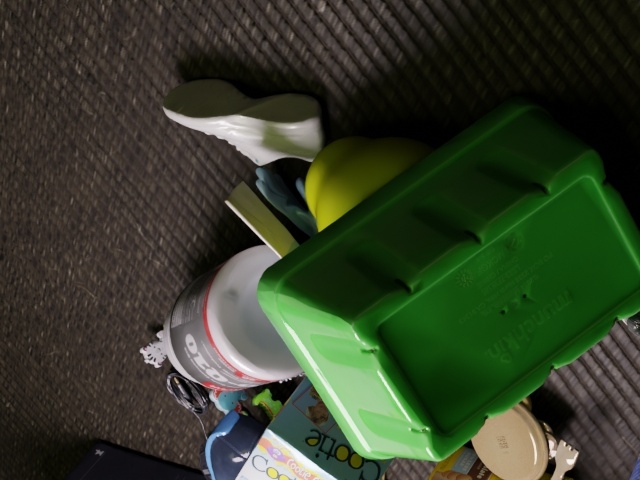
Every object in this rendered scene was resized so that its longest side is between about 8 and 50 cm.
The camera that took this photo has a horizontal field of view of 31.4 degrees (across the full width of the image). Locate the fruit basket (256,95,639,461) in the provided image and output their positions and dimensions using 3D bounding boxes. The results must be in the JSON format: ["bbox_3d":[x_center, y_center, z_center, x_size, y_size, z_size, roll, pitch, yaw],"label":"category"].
[{"bbox_3d":[0.118,0.021,1.207,0.392,0.392,0.283,-18,111,41],"label":"fruit basket"}]

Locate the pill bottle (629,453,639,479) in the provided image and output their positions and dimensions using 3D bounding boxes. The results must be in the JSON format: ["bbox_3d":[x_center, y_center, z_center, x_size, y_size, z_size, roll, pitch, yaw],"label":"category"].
[{"bbox_3d":[0.400,0.324,1.250,0.152,0.272,0.152,18,131,21],"label":"pill bottle"}]

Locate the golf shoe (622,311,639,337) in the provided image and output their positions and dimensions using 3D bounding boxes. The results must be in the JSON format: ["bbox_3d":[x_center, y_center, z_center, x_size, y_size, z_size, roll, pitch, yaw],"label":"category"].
[{"bbox_3d":[0.412,0.090,1.214,0.198,0.077,0.094,19,178,-3],"label":"golf shoe"}]

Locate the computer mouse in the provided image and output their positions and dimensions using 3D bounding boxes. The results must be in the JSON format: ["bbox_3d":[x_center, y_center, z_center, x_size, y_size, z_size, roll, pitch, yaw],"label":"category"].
[{"bbox_3d":[-0.174,0.303,1.794,0.071,0.041,0.242,-14,108,31],"label":"computer mouse"}]

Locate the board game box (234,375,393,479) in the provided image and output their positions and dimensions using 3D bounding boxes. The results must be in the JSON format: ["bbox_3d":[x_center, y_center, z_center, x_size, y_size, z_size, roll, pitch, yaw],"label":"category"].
[{"bbox_3d":[0.035,0.219,1.411,0.144,0.275,0.142,36,135,6],"label":"board game box"}]

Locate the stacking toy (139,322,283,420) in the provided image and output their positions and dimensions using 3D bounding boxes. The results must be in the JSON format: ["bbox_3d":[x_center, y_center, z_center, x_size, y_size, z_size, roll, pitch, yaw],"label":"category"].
[{"bbox_3d":[-0.160,0.203,1.656,0.221,0.052,0.167,46,154,-6],"label":"stacking toy"}]

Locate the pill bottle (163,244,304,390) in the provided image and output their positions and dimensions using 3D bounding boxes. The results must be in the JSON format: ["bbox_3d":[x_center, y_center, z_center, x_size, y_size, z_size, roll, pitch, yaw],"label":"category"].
[{"bbox_3d":[-0.102,0.108,1.451,0.161,0.161,0.283,47,157,-6],"label":"pill bottle"}]

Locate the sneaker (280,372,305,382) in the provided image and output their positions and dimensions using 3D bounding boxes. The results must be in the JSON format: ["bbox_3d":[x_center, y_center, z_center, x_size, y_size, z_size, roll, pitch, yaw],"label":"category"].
[{"bbox_3d":[-0.043,0.176,1.586,0.135,0.058,0.052,2,124,32],"label":"sneaker"}]

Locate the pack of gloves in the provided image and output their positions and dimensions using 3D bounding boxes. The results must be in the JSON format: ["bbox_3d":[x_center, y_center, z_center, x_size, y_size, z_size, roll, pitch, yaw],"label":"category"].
[{"bbox_3d":[0.000,0.000,1.351,0.046,0.195,0.232,-41,97,16],"label":"pack of gloves"}]

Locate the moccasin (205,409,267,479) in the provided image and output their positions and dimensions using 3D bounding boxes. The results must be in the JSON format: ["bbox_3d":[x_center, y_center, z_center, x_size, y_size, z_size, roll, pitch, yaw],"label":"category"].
[{"bbox_3d":[-0.080,0.385,1.670,0.116,0.138,0.342,19,150,27],"label":"moccasin"}]

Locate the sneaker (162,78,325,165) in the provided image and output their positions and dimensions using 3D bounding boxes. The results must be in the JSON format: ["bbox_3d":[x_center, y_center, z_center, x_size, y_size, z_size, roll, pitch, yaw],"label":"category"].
[{"bbox_3d":[-0.093,-0.133,1.376,0.212,0.080,0.094,13,141,24],"label":"sneaker"}]

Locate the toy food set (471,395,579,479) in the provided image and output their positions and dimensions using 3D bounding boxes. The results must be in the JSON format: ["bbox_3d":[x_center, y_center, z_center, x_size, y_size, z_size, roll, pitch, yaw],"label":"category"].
[{"bbox_3d":[0.243,0.244,1.437,0.192,0.038,0.132,37,131,33],"label":"toy food set"}]

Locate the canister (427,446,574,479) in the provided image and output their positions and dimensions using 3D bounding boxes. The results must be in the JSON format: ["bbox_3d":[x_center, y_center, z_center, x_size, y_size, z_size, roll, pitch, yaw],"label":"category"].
[{"bbox_3d":[0.228,0.339,1.484,0.169,0.126,0.073,14,129,27],"label":"canister"}]

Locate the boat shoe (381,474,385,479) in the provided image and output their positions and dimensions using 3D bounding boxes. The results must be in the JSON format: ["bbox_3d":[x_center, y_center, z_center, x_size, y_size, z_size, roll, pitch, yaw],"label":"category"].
[{"bbox_3d":[0.044,0.387,1.653,0.104,0.111,0.307,17,131,24],"label":"boat shoe"}]

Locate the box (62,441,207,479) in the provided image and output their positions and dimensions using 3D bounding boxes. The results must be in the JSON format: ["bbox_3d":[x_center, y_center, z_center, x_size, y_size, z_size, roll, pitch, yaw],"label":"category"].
[{"bbox_3d":[-0.320,0.535,1.848,0.312,0.343,0.179,12,129,27],"label":"box"}]
